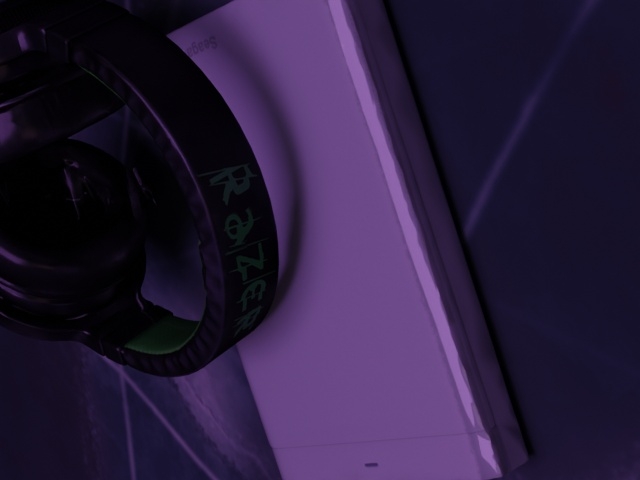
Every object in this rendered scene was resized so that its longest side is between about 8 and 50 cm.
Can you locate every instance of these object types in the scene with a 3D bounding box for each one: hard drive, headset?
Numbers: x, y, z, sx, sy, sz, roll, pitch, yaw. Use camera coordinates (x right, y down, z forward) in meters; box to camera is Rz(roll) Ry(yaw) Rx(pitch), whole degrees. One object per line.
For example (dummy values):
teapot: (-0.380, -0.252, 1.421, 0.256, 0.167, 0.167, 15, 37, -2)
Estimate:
hard drive: (0.000, 0.000, 0.828, 0.203, 0.040, 0.307, -15, 95, 49)
headset: (-0.169, -0.068, 0.902, 0.394, 0.185, 0.243, 24, 133, 33)
